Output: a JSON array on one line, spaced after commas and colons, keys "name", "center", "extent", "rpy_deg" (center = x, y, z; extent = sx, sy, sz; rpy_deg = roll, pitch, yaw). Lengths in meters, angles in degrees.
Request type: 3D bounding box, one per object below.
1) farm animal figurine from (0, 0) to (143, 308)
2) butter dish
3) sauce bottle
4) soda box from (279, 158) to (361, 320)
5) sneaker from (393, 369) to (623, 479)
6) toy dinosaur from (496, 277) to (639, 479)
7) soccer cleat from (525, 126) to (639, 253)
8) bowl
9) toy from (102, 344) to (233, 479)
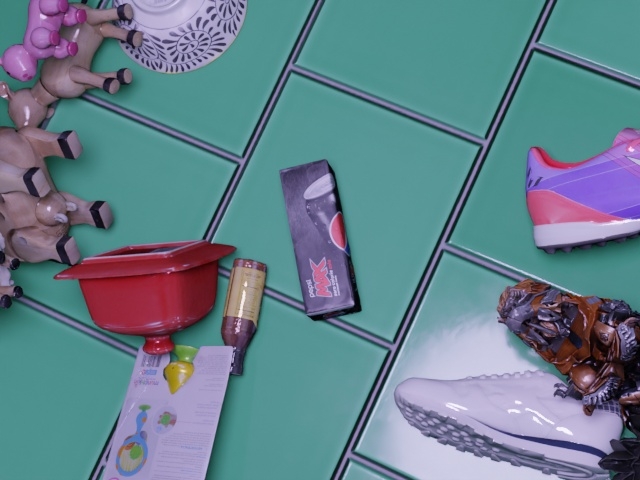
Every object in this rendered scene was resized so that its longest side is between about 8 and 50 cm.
[{"name": "farm animal figurine", "center": [-0.343, -0.113, 1.375], "extent": [0.172, 0.330, 0.327], "rpy_deg": [7, 116, 29]}, {"name": "butter dish", "center": [-0.182, 0.066, 1.344], "extent": [0.160, 0.160, 0.118], "rpy_deg": [-5, 96, 19]}, {"name": "sauce bottle", "center": [-0.089, 0.085, 1.375], "extent": [0.042, 0.042, 0.128], "rpy_deg": [9, 82, 12]}, {"name": "soda box", "center": [0.000, 0.000, 1.369], "extent": [0.060, 0.053, 0.169], "rpy_deg": [-13, 77, 8]}, {"name": "sneaker", "center": [0.194, 0.177, 1.289], "extent": [0.235, 0.090, 0.095], "rpy_deg": [15, 69, 10]}, {"name": "toy dinosaur", "center": [0.336, 0.123, 1.216], "extent": [0.322, 0.218, 0.164], "rpy_deg": [2, 109, 0]}, {"name": "soccer cleat", "center": [0.361, -0.069, 1.255], "extent": [0.318, 0.108, 0.116], "rpy_deg": [-12, 91, 24]}, {"name": "bowl", "center": [-0.178, -0.288, 1.449], "extent": [0.170, 0.080, 0.170], "rpy_deg": [-2, 78, 11]}, {"name": "toy", "center": [-0.162, 0.232, 1.343], "extent": [0.137, 0.056, 0.237], "rpy_deg": [-2, 68, 34]}]
